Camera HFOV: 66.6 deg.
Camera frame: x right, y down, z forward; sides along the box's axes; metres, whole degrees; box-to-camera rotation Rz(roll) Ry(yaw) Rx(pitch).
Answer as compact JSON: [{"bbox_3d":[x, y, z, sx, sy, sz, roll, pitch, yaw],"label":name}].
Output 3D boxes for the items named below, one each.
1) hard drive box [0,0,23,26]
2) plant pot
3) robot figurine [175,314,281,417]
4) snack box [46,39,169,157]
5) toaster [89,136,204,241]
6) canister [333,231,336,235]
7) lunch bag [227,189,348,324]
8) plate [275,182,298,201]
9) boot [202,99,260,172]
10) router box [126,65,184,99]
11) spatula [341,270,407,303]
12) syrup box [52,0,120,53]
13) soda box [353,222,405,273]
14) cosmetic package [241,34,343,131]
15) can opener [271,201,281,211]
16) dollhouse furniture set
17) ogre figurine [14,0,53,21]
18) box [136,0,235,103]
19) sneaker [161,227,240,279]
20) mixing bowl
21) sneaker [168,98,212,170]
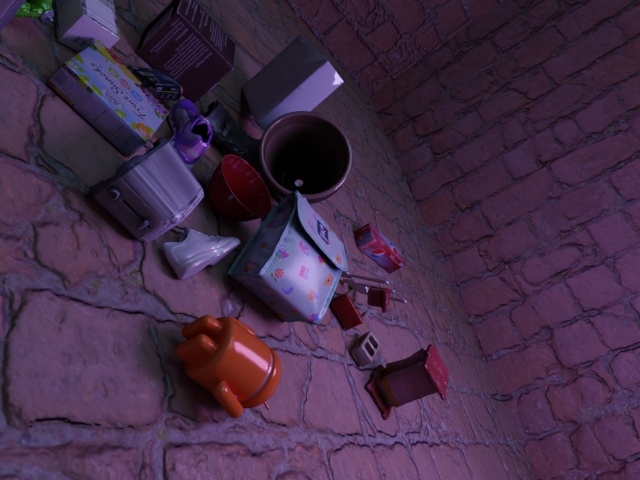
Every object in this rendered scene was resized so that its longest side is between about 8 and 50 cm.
[{"bbox_3d":[-0.549,-0.378,0.704,0.181,0.232,0.089,44,27,-33],"label":"hard drive box"},{"bbox_3d":[-0.051,-0.207,1.430,0.263,0.263,0.229,64,-13,12],"label":"plant pot"},{"bbox_3d":[-0.160,0.227,0.896,0.219,0.128,0.158,44,-8,-31],"label":"robot figurine"},{"bbox_3d":[-0.442,-0.304,1.042,0.207,0.070,0.174,46,26,-26],"label":"snack box"},{"bbox_3d":[-0.327,-0.101,0.961,0.146,0.129,0.227,55,21,-20],"label":"toaster"},{"bbox_3d":[-0.023,0.008,1.477,0.170,0.073,0.126,19,49,-44],"label":"canister"},{"bbox_3d":[-0.055,0.039,1.188,0.223,0.160,0.262,47,59,-30],"label":"lunch bag"},{"bbox_3d":[-0.116,-0.165,1.602,0.188,0.024,0.188,46,25,-30],"label":"plate"},{"bbox_3d":[-0.242,-0.320,1.449,0.229,0.091,0.263,51,26,-20],"label":"boot"},{"bbox_3d":[-0.412,-0.390,1.210,0.092,0.038,0.122,34,21,6],"label":"router box"},{"bbox_3d":[0.157,0.145,1.568,0.168,0.242,0.019,45,65,-36],"label":"spatula"},{"bbox_3d":[-0.536,-0.535,1.101,0.093,0.096,0.237,24,41,-57],"label":"syrup box"},{"bbox_3d":[0.248,0.035,2.029,0.263,0.083,0.092,37,31,-43],"label":"soda box"},{"bbox_3d":[-0.107,-0.515,1.614,0.097,0.284,0.377,42,14,-34],"label":"cosmetic package"},{"bbox_3d":[-0.105,0.012,1.370,0.093,0.074,0.280,87,-8,-56],"label":"can opener"},{"bbox_3d":[0.194,0.305,1.430,0.374,0.201,0.152,59,23,-1],"label":"dollhouse furniture set"},{"bbox_3d":[-0.593,-0.505,0.963,0.118,0.097,0.197,8,37,-40],"label":"ogre figurine"},{"bbox_3d":[-0.367,-0.536,1.356,0.203,0.168,0.167,41,28,-37],"label":"box"},{"bbox_3d":[-0.253,0.009,1.051,0.094,0.080,0.212,49,23,6],"label":"sneaker"},{"bbox_3d":[-0.218,-0.116,1.234,0.181,0.098,0.181,44,28,-31],"label":"mixing bowl"},{"bbox_3d":[-0.320,-0.283,1.226,0.095,0.104,0.236,35,32,-42],"label":"sneaker"}]
